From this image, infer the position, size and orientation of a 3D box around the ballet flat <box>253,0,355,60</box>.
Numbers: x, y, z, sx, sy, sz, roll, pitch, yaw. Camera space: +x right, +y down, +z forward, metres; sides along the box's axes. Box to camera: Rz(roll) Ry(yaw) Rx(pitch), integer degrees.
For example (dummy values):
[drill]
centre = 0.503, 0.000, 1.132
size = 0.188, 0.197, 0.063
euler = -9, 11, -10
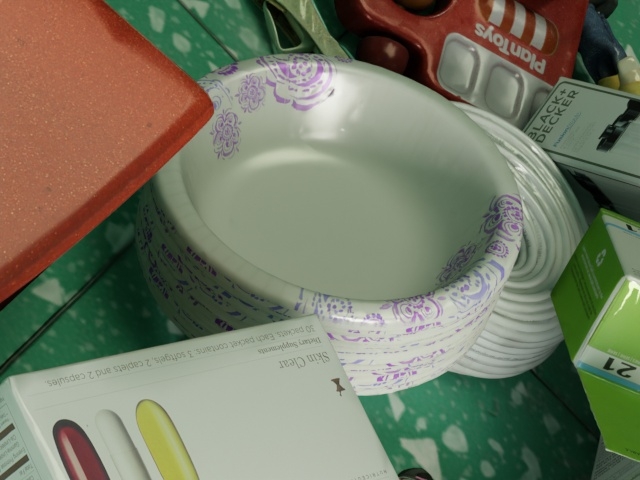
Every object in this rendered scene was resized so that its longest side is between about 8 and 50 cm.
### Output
[ballet flat]
centre = -0.008, -0.165, 1.681
size = 0.052, 0.057, 0.168
euler = -26, 74, -22

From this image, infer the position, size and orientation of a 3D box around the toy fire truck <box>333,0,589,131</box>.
[toy fire truck]
centre = 0.132, -0.237, 1.791
size = 0.302, 0.169, 0.254
euler = 26, 63, -25

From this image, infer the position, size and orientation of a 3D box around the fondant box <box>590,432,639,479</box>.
[fondant box]
centre = 0.371, 0.196, 1.671
size = 0.238, 0.096, 0.330
euler = 43, 32, -9

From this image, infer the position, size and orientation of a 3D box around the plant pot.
[plant pot]
centre = -0.276, -0.043, 1.171
size = 0.267, 0.267, 0.235
euler = 41, 51, -11

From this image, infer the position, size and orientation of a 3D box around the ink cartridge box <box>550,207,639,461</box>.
[ink cartridge box]
centre = 0.303, 0.097, 1.484
size = 0.189, 0.097, 0.255
euler = 22, 21, -12

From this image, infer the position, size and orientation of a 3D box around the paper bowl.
[paper bowl]
centre = 0.000, 0.000, 1.426
size = 0.284, 0.148, 0.284
euler = 9, 46, -9

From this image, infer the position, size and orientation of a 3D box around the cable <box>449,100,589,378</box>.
[cable]
centre = 0.128, -0.003, 1.637
size = 0.257, 0.089, 0.257
euler = 24, 46, -29

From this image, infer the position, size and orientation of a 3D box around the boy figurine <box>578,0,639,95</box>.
[boy figurine]
centre = 0.330, -0.135, 1.904
size = 0.285, 0.092, 0.177
euler = 59, 5, 21

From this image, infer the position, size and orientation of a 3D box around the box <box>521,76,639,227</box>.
[box]
centre = 0.330, -0.046, 1.694
size = 0.169, 0.290, 0.087
euler = 42, 78, -35

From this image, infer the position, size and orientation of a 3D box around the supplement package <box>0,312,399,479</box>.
[supplement package]
centre = -0.116, 0.170, 1.176
size = 0.262, 0.204, 0.145
euler = -10, 68, -48

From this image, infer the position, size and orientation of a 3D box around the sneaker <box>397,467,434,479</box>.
[sneaker]
centre = 0.122, 0.238, 1.459
size = 0.178, 0.072, 0.077
euler = 44, 29, -15
